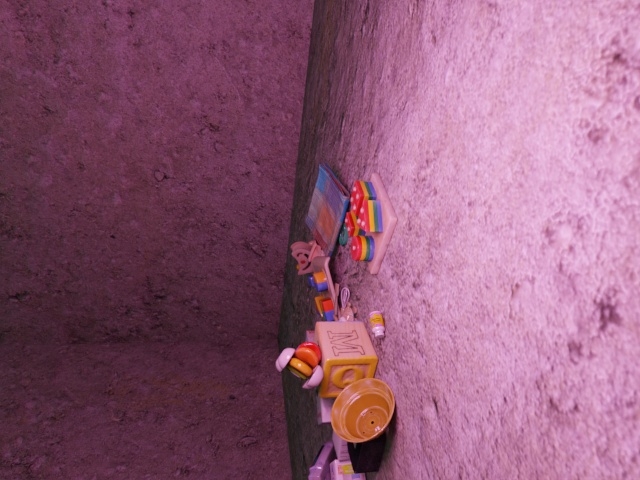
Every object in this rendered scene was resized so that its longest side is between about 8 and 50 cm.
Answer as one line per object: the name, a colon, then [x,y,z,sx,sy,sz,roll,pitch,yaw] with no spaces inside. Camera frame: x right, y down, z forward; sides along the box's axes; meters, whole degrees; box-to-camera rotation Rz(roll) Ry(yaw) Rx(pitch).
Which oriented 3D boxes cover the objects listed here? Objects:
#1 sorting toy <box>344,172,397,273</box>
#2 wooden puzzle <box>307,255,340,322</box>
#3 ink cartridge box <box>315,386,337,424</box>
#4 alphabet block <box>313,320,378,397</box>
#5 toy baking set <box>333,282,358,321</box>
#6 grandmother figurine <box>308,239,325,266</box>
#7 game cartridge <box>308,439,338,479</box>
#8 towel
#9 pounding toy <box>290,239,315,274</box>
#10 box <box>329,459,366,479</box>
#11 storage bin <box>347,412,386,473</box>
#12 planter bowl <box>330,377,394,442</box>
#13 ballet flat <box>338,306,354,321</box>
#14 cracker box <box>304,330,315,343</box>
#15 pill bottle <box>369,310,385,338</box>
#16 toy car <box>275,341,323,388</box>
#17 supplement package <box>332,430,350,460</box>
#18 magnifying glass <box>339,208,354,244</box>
sorting toy: [0.158,-0.060,1.438,0.256,0.089,0.257,-101,18,-46]
wooden puzzle: [0.010,0.254,1.995,0.322,0.080,0.348,172,87,-78]
ink cartridge box: [0.044,0.608,1.747,0.223,0.128,0.308,102,164,-63]
alphabet block: [0.080,0.429,1.506,0.197,0.193,0.193,-111,24,-60]
toy baking set: [0.106,0.312,1.753,0.256,0.030,0.197,-119,39,-47]
grandmother figurine: [0.000,0.000,2.166,0.342,0.104,0.208,100,157,-46]
game cartridge: [0.028,0.951,1.609,0.355,0.068,0.230,30,-136,-76]
towel: [0.024,-0.134,1.912,0.271,0.040,0.370,58,145,37]
pounding toy: [-0.101,0.110,2.487,0.155,0.154,0.270,-103,18,-50]
box: [0.105,0.919,1.510,0.103,0.114,0.203,107,162,-53]
storage bin: [0.152,0.679,1.396,0.122,0.084,0.180,-112,25,-62]
planter bowl: [0.148,0.552,1.300,0.090,0.217,0.217,57,-175,-27]
ballet flat: [0.095,0.371,1.656,0.073,0.067,0.206,-5,85,62]
cracker box: [-0.042,0.648,2.354,0.232,0.067,0.156,-112,27,-60]
pill bottle: [0.189,0.278,1.364,0.043,0.043,0.083,107,160,-51]
toy car: [-0.058,0.414,1.415,0.136,0.159,0.182,-56,-4,-27]
supplement package: [0.111,0.702,1.530,0.105,0.105,0.179,-121,35,-67]
magnifying glass: [0.117,-0.060,1.802,0.231,0.026,0.092,107,161,-57]
